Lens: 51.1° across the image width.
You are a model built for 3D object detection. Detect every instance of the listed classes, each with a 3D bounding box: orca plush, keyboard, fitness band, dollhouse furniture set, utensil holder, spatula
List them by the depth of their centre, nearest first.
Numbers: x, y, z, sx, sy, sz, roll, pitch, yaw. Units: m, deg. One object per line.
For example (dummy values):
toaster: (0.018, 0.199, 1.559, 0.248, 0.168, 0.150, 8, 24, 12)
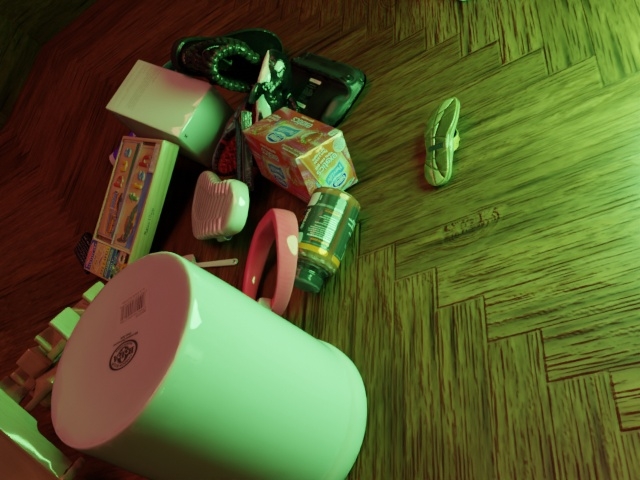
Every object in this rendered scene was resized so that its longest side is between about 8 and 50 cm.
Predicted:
utensil holder: (-0.169, 0.240, 1.060, 0.328, 0.385, 0.327, -25, 46, 29)
fitness band: (-0.104, 0.051, 1.317, 0.291, 0.054, 0.208, 144, 133, -68)
dollhouse furniture set: (-0.585, 0.358, 1.483, 0.362, 0.256, 0.394, -42, 7, 25)
spatula: (-0.297, 0.106, 1.588, 0.242, 0.019, 0.168, -8, 55, 41)
orca plush: (-0.106, -0.313, 1.633, 0.102, 0.151, 0.287, 16, 88, 20)
keyboard: (-0.710, 0.024, 2.058, 0.108, 0.023, 0.180, -52, 39, -1)

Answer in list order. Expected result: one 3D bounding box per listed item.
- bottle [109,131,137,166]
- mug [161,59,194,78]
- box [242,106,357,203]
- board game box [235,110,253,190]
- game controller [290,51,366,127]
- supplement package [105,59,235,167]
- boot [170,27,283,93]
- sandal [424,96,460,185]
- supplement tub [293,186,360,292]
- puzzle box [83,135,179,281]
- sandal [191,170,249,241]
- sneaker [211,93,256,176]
bottle: (-0.546, -0.322, 2.106, 0.283, 0.092, 0.118, -34, 21, 20)
mug: (-0.486, -0.506, 2.197, 0.158, 0.097, 0.129, -27, 45, 28)
box: (-0.048, -0.187, 1.461, 0.123, 0.128, 0.257, -34, 36, -16)
board game box: (-0.184, -0.206, 1.603, 0.126, 0.026, 0.186, 174, 94, -76)
game controller: (-0.010, -0.376, 1.669, 0.319, 0.067, 0.166, 39, 104, 52)
supplement package: (-0.409, -0.354, 1.869, 0.293, 0.175, 0.177, 25, 78, 29)
boot: (-0.191, -0.473, 1.753, 0.348, 0.131, 0.260, -20, 29, -33)
sandal: (0.237, -0.184, 1.275, 0.072, 0.049, 0.180, -9, 69, 47)
supplement tub: (0.000, 0.000, 1.309, 0.106, 0.106, 0.197, 1, 61, 45)
puzzle box: (-0.528, -0.086, 1.850, 0.272, 0.052, 0.408, 13, 87, 50)
sandal: (-0.227, -0.069, 1.590, 0.416, 0.102, 0.169, -157, 79, -67)
sneaker: (-0.206, -0.271, 1.759, 0.261, 0.104, 0.125, -62, 21, -17)
